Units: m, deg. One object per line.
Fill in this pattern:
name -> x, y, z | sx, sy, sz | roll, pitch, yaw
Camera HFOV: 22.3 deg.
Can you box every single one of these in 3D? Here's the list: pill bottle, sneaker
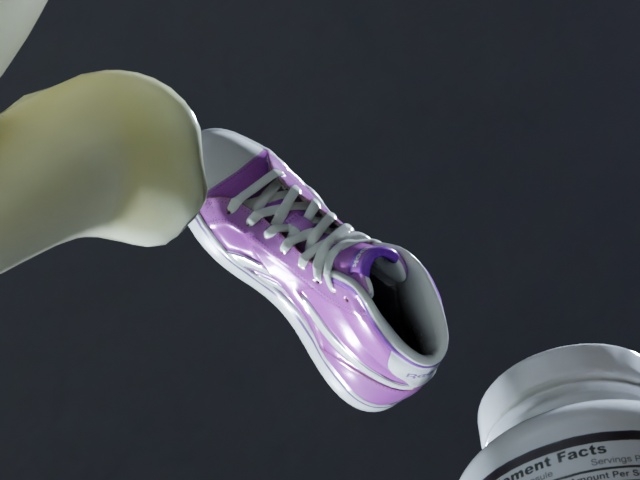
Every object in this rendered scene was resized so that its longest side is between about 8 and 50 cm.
pill bottle -> 0.173, 0.220, 0.927 | 0.181, 0.181, 0.323 | -40, -145, 29
sneaker -> 0.001, 0.000, 1.299 | 0.102, 0.282, 0.161 | -41, 176, -24

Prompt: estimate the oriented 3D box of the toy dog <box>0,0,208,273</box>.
toy dog -> -0.186, -0.115, 0.454 | 0.408, 0.395, 0.284 | -85, -172, -70
